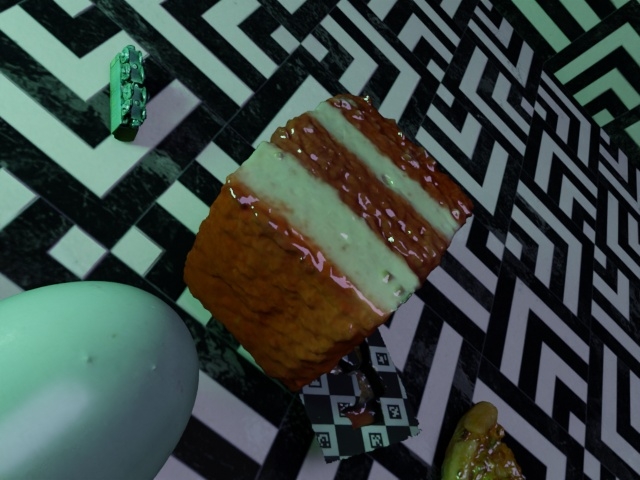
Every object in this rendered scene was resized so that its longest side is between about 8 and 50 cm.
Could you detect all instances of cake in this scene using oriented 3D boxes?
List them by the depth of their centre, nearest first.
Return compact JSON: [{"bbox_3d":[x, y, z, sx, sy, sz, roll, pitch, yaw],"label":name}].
[{"bbox_3d":[0.000,0.000,0.788,0.269,0.270,0.319,43,43,4],"label":"cake"}]

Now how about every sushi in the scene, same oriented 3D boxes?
[{"bbox_3d":[0.026,0.192,0.872,0.192,0.043,0.280,-4,56,-35],"label":"sushi"}]

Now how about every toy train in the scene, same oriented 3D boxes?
[{"bbox_3d":[-0.283,-0.219,0.837,0.038,0.071,0.148,10,59,-38],"label":"toy train"}]

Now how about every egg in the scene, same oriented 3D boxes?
[{"bbox_3d":[-0.270,0.173,0.508,0.371,0.230,0.230,-34,89,-46],"label":"egg"}]

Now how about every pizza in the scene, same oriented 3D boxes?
[{"bbox_3d":[0.288,0.435,0.929,0.226,0.086,0.336,34,47,-19],"label":"pizza"}]
